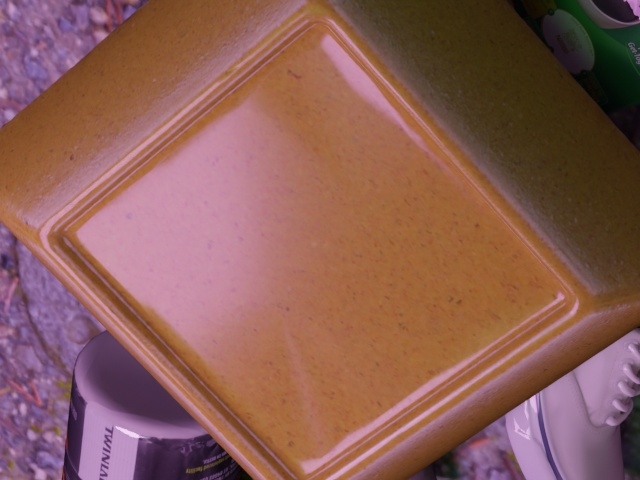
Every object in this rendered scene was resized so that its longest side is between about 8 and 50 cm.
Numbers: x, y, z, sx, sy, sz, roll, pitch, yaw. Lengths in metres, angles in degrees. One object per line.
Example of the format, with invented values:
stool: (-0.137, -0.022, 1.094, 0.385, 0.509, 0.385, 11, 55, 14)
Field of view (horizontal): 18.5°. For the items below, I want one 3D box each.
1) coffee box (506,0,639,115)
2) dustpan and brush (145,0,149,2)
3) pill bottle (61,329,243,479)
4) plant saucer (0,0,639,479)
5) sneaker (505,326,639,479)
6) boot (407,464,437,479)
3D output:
coffee box: (0.175, -0.136, 1.113, 0.184, 0.040, 0.113, -21, 106, 39)
dustpan and brush: (-0.080, -0.207, 1.190, 0.211, 0.060, 0.147, 92, 153, -53)
pill bottle: (-0.125, 0.188, 1.435, 0.130, 0.130, 0.245, 23, 127, 17)
plant saucer: (0.000, 0.000, 1.130, 0.333, 0.081, 0.333, -37, 103, 26)
sneaker: (0.166, 0.068, 1.210, 0.091, 0.094, 0.258, 3, 120, 33)
boot: (0.046, 0.094, 1.312, 0.190, 0.076, 0.208, 7, 116, 44)
